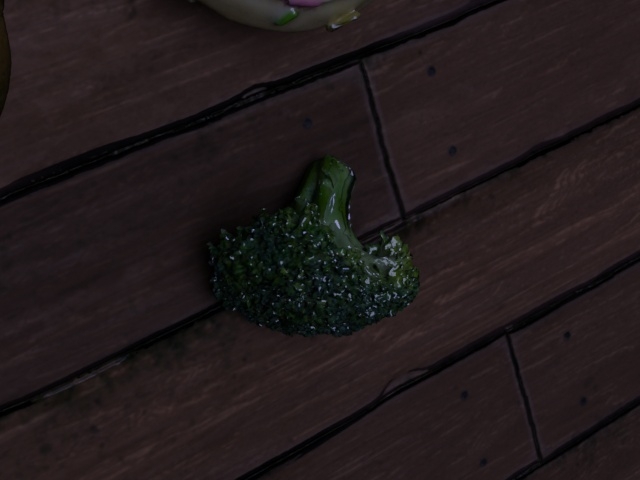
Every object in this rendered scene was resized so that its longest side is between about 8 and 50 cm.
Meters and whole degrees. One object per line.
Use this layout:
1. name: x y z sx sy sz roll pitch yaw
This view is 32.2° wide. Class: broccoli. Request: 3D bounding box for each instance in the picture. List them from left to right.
1. broccoli: 0.000 0.000 1.122 0.220 0.194 0.194 17 89 -7

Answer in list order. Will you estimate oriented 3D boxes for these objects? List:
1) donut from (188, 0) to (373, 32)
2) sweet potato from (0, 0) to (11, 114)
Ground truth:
1. donut: -0.027 -0.362 1.041 0.371 0.150 0.307 -45 117 -16
2. sweet potato: -0.328 -0.095 0.965 0.249 0.059 0.069 -54 143 3
